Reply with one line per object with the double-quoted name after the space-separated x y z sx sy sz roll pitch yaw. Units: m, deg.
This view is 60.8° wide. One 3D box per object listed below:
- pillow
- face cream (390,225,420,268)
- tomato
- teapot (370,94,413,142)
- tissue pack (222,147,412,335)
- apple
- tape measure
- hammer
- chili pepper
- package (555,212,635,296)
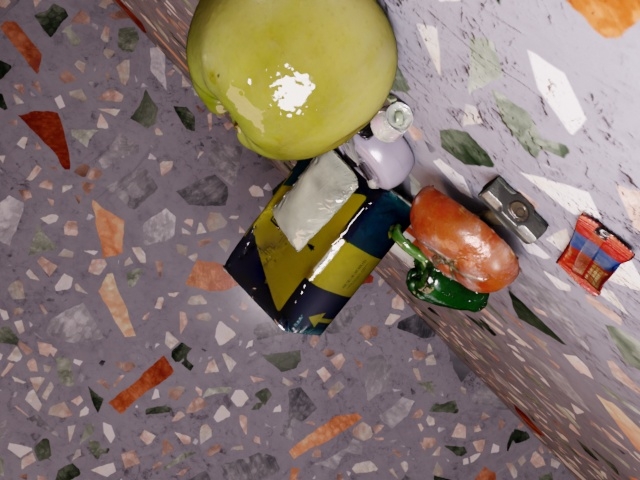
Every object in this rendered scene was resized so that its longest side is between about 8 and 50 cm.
-0.018 -0.089 1.169 0.051 0.229 0.128 -1 -128 -50 "pillow"
0.264 0.028 1.458 0.345 0.102 0.102 43 175 31 "face cream"
0.250 0.008 1.012 0.237 0.095 0.237 46 178 2 "tomato"
0.121 -0.212 0.929 0.064 0.064 0.083 175 82 -75 "teapot"
0.000 0.000 1.339 0.264 0.416 0.253 43 -169 29 "tissue pack"
-0.044 -0.255 0.771 0.292 0.254 0.292 42 171 8 "apple"
0.095 -0.182 1.089 0.196 0.105 0.178 50 173 -31 "tape measure"
0.291 -0.039 1.003 0.111 0.043 0.365 44 177 0 "hammer"
0.260 0.060 1.219 0.261 0.165 0.174 22 -172 -3 "chili pepper"
0.391 0.027 0.790 0.083 0.022 0.200 43 174 24 "package"
